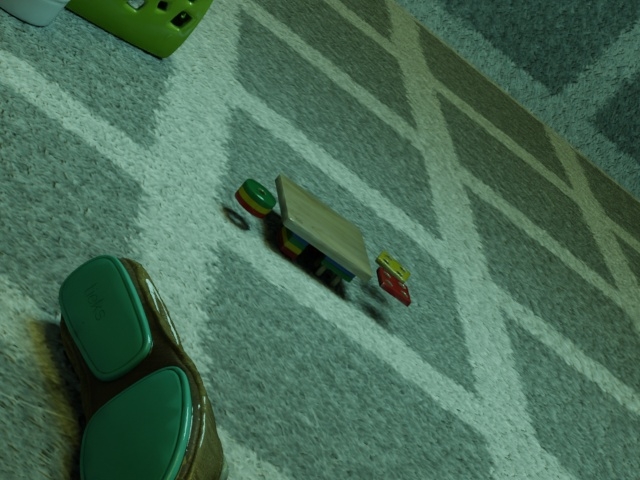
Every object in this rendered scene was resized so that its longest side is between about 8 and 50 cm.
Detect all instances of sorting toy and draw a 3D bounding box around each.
[{"bbox_3d":[0.000,0.000,2.039,0.274,0.046,0.132,35,18,-21],"label":"sorting toy"}]

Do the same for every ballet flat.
[{"bbox_3d":[-0.135,0.143,1.335,0.124,0.116,0.342,54,4,-35],"label":"ballet flat"}]

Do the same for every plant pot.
[{"bbox_3d":[-0.230,-0.416,2.192,0.227,0.207,0.228,25,39,-41],"label":"plant pot"}]

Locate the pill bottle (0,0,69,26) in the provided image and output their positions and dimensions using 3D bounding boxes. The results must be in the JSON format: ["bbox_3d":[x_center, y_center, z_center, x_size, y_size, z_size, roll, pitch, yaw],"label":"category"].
[{"bbox_3d":[-0.291,-0.402,1.982,0.161,0.283,0.161,38,17,-14],"label":"pill bottle"}]
